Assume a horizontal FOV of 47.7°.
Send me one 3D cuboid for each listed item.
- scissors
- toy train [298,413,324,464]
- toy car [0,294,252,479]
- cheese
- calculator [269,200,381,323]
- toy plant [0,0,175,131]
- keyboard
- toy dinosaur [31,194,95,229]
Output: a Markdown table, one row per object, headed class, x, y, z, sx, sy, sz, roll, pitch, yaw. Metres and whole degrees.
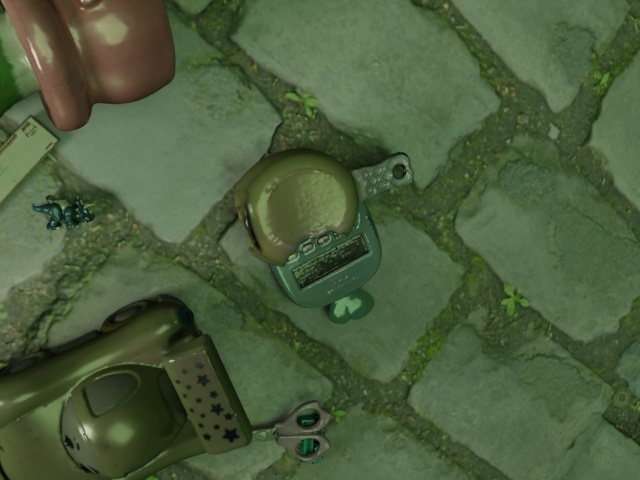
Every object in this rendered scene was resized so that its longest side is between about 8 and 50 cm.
| class | x | y | z | sx | sy | sz | roll | pitch | yaw |
| --- | --- | --- | --- | --- | --- | --- | --- | --- | --- |
| scissors | -0.085 | 0.318 | 1.183 | 0.212 | 0.021 | 0.110 | -1 | 103 | -14 |
| toy train | -0.017 | 0.339 | 1.228 | 0.045 | 0.029 | 0.092 | 1 | 102 | -15 |
| toy car | -0.287 | 0.248 | 0.989 | 0.336 | 0.226 | 0.242 | -26 | 109 | -16 |
| cheese | 0.013 | -0.067 | 1.082 | 0.286 | 0.082 | 0.163 | -17 | 104 | -18 |
| calculator | 0.000 | 0.000 | 1.154 | 0.185 | 0.041 | 0.299 | -29 | 108 | -14 |
| toy plant | -0.371 | -0.247 | 0.875 | 0.356 | 0.210 | 0.317 | -24 | 76 | -12 |
| keyboard | -0.428 | -0.093 | 0.973 | 0.166 | 0.017 | 0.055 | -49 | 119 | -6 |
| toy dinosaur | -0.356 | -0.041 | 1.005 | 0.083 | 0.030 | 0.047 | -6 | 102 | -22 |
